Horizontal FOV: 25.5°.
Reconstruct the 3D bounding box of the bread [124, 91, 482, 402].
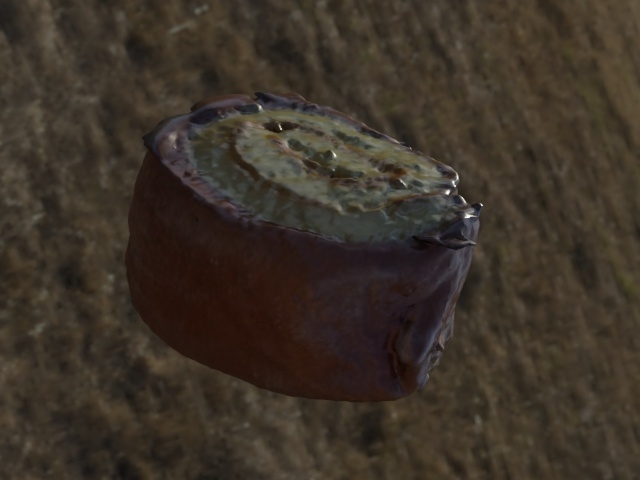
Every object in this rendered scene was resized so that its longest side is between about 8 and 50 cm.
[{"bbox_3d":[-0.008,0.004,0.894,0.190,0.244,0.123,-22,127,-40],"label":"bread"}]
